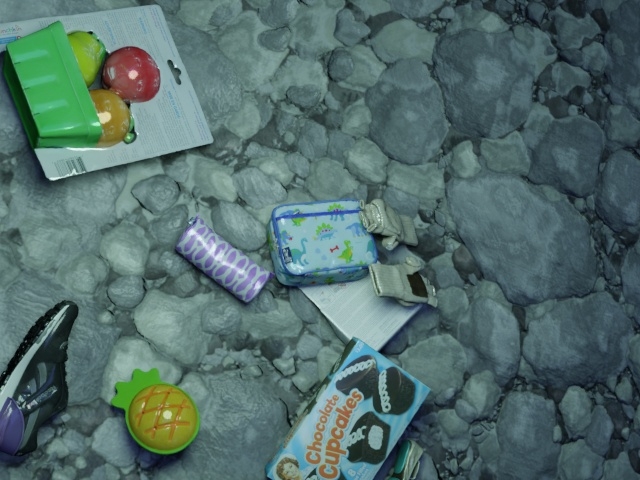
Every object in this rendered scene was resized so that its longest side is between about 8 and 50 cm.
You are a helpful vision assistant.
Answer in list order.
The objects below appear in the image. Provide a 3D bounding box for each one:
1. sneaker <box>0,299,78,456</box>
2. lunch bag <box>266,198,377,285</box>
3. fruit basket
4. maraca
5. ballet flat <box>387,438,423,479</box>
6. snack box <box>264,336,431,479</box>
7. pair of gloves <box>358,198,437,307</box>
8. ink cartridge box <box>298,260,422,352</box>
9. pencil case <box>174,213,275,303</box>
[{"bbox_3d":[-0.502,0.249,1.273,0.124,0.107,0.283,36,72,-24],"label":"sneaker"},{"bbox_3d":[0.000,0.000,1.485,0.219,0.090,0.176,-4,66,-19],"label":"lunch bag"},{"bbox_3d":[-0.429,-0.302,1.402,0.353,0.165,0.327,-20,86,-38],"label":"fruit basket"},{"bbox_3d":[-0.308,0.318,1.315,0.186,0.099,0.127,41,55,20],"label":"maraca"},{"bbox_3d":[0.172,0.500,1.462,0.052,0.057,0.168,35,69,-19],"label":"ballet flat"},{"bbox_3d":[0.055,0.378,1.408,0.187,0.060,0.322,35,83,-8],"label":"snack box"},{"bbox_3d":[0.167,0.024,1.499,0.204,0.042,0.240,21,51,-45],"label":"pair of gloves"},{"bbox_3d":[0.083,0.126,1.527,0.225,0.056,0.181,43,67,14],"label":"ink cartridge box"},{"bbox_3d":[-0.198,0.039,1.423,0.206,0.086,0.088,41,45,-8],"label":"pencil case"}]
